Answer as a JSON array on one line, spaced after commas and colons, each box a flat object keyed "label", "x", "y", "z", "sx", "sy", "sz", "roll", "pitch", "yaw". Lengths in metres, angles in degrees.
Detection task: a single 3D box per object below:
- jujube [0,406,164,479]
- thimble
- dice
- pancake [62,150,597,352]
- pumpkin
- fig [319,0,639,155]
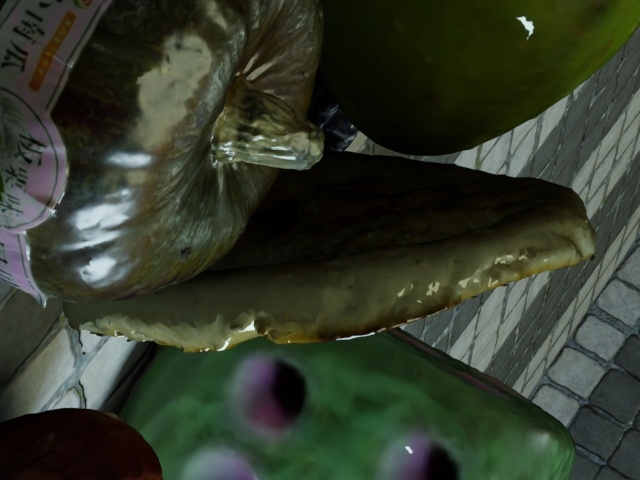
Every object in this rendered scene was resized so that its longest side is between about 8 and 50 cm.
[{"label": "jujube", "x": -0.204, "y": 0.215, "z": 1.224, "sx": 0.250, "sy": 0.174, "sz": 0.174, "roll": -40, "pitch": 156, "yaw": -25}, {"label": "thimble", "x": -0.007, "y": -0.100, "z": 1.437, "sx": 0.104, "sy": 0.066, "sz": 0.095, "roll": -24, "pitch": 143, "yaw": -62}, {"label": "dice", "x": 0.002, "y": 0.221, "z": 1.554, "sx": 0.322, "sy": 0.318, "sz": 0.330, "roll": -62, "pitch": 164, "yaw": 3}, {"label": "pancake", "x": 0.000, "y": 0.002, "z": 1.217, "sx": 0.356, "sy": 0.356, "sz": 0.065, "roll": -32, "pitch": 117, "yaw": -58}, {"label": "pumpkin", "x": -0.086, "y": -0.084, "z": 1.023, "sx": 0.260, "sy": 0.189, "sz": 0.260, "roll": -54, "pitch": 164, "yaw": -23}, {"label": "fig", "x": 0.106, "y": -0.193, "z": 1.291, "sx": 0.258, "sy": 0.258, "sz": 0.326, "roll": -43, "pitch": 159, "yaw": -46}]
